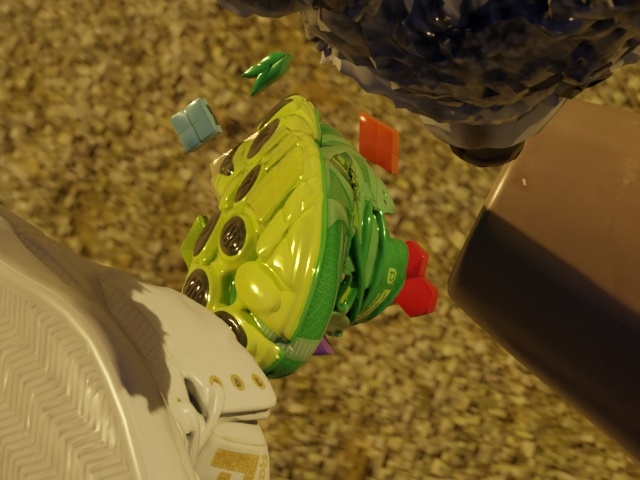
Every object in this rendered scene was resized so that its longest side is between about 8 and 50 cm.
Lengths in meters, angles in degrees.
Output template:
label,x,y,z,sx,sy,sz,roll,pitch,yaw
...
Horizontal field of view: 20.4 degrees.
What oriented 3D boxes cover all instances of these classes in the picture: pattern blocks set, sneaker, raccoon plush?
label,x,y,z,sx,sy,sz,roll,pitch,yaw
pattern blocks set,-0.029,-0.035,1.900,0.285,0.026,0.325,-23,79,26
sneaker,0.000,0.000,1.018,0.123,0.295,0.109,38,109,-11
sneaker,-0.066,0.079,0.679,0.108,0.169,0.292,-54,38,12
raccoon plush,0.029,-0.247,0.543,0.216,0.299,0.446,-14,108,19

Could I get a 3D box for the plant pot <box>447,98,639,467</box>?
label,x,y,z,sx,sy,sz,roll,pitch,yaw
plant pot,0.213,0.023,1.144,0.229,0.263,0.263,27,89,7
